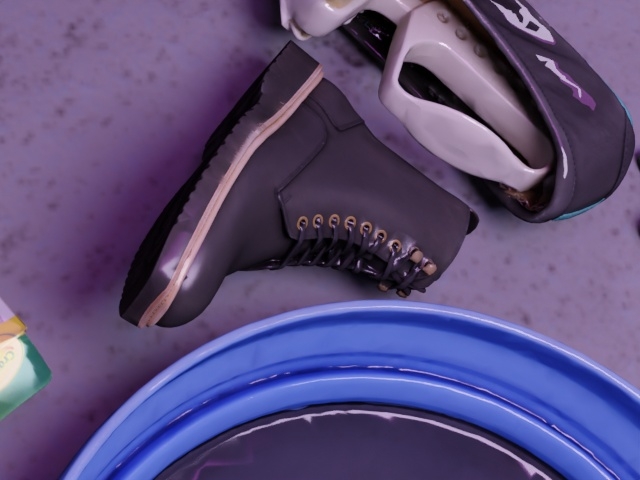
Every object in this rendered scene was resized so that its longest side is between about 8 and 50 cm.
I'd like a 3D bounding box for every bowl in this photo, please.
[{"bbox_3d":[0.040,0.222,0.843,0.391,0.077,0.391,7,67,-17],"label":"bowl"}]

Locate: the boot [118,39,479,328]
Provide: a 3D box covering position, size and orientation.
[{"bbox_3d":[0.000,0.000,0.897,0.137,0.077,0.198,38,45,-7],"label":"boot"}]

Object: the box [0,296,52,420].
[{"bbox_3d":[-0.213,0.025,0.851,0.105,0.043,0.179,-38,83,-28],"label":"box"}]

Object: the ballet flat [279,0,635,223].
[{"bbox_3d":[0.045,-0.118,0.961,0.280,0.095,0.096,44,49,1],"label":"ballet flat"}]
